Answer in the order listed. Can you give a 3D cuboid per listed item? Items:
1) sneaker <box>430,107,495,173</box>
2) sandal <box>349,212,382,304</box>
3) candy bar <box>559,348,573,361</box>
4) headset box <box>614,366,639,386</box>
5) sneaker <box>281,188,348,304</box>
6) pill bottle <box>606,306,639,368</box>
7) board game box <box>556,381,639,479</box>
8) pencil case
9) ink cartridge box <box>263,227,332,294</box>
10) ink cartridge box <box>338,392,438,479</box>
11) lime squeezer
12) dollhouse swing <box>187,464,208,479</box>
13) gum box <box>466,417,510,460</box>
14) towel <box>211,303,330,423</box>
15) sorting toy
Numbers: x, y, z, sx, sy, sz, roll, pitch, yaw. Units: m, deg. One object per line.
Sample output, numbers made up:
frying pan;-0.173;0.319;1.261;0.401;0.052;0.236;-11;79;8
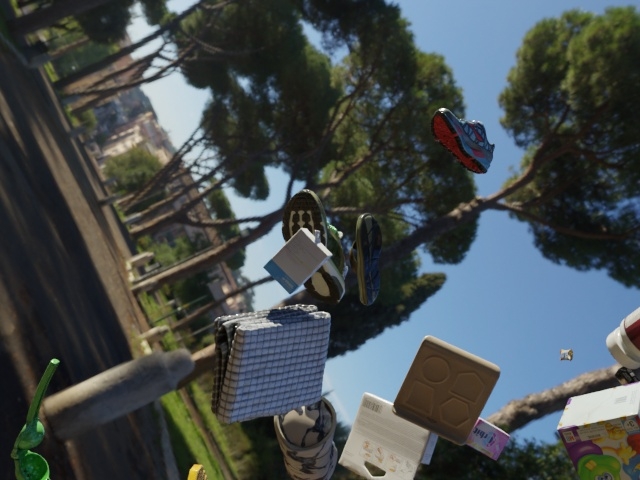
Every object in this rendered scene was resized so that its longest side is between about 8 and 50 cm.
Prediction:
sneaker;0.431;-0.319;1.827;0.262;0.125;0.104;41;-18;-31
sandal;0.133;0.062;1.956;0.086;0.120;0.302;11;-71;36
candy bar;0.811;0.378;2.001;0.161;0.018;0.040;45;50;-75
headset box;0.887;0.401;1.758;0.062;0.032;0.083;63;1;29
sneaker;0.000;0.000;1.937;0.158;0.182;0.410;5;-53;26
pill bottle;0.784;0.206;1.417;0.121;0.121;0.221;59;-38;26
board game box;0.557;0.419;1.083;0.144;0.142;0.275;-20;84;-57
pencil case;-0.033;0.554;1.697;0.410;0.160;0.183;87;6;-55
ink cartridge box;-0.044;0.040;1.394;0.090;0.143;0.092;46;6;4
ink cartridge box;0.229;0.685;2.042;0.296;0.261;0.066;14;-12;43
lime squeezer;-0.459;0.347;1.002;0.059;0.110;0.310;-27;114;-64
dollhouse swing;-0.311;0.941;1.935;0.315;0.305;0.346;12;-44;15
gum box;0.610;0.735;2.289;0.188;0.107;0.062;34;-4;-23
towel;-0.117;0.273;1.373;0.121;0.284;0.234;22;-72;46
sorting toy;0.294;0.351;1.433;0.193;0.208;0.038;24;7;6
